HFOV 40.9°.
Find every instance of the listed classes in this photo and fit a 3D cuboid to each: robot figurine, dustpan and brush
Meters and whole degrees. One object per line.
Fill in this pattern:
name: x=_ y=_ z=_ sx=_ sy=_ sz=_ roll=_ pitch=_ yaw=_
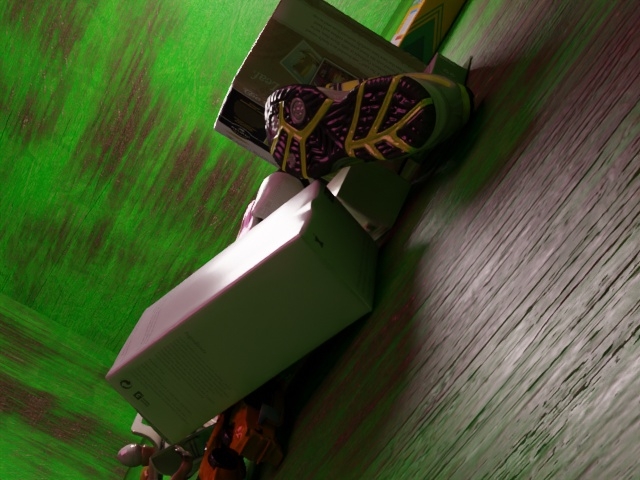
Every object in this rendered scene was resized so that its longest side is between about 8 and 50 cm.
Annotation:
robot figurine: x=-0.114 y=0.286 z=1.305 sx=0.211 sy=0.085 sz=0.291 roll=-58 pitch=8 yaw=14
dustpan and brush: x=-0.212 y=0.386 z=1.525 sx=0.147 sy=0.060 sz=0.211 roll=-26 pitch=-16 yaw=-9

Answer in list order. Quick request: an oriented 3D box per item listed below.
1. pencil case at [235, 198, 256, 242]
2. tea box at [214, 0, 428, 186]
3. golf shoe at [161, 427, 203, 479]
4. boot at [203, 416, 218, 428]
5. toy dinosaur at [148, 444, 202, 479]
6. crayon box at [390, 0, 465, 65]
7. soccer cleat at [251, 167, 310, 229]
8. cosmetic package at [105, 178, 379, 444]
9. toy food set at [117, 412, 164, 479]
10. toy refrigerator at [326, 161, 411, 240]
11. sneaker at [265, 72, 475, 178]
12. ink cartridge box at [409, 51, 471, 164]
pencil case: x=-0.139 y=0.072 z=1.902 sx=0.167 sy=0.160 sz=0.386 roll=89 pitch=-164 yaw=-47
tea box: x=0.005 y=-0.255 z=1.620 sx=0.220 sy=0.329 sz=0.323 roll=-62 pitch=9 yaw=-14
golf shoe: x=-0.245 y=0.373 z=1.805 sx=0.120 sy=0.105 sz=0.273 roll=-27 pitch=34 yaw=63
boot: x=-0.202 y=0.292 z=1.713 sx=0.213 sy=0.077 sz=0.165 roll=15 pitch=71 yaw=53
toy dinosaur: x=-0.233 y=0.456 z=1.350 sx=0.296 sy=0.127 sz=0.200 roll=-73 pitch=7 yaw=-82
crayon box: x=0.228 y=-0.472 z=1.903 sx=0.323 sy=0.083 sz=0.203 roll=-60 pitch=7 yaw=8
soccer cleat: x=-0.082 y=0.008 z=1.640 sx=0.143 sy=0.116 sz=0.331 roll=-58 pitch=-22 yaw=-33
cosmetic package: x=-0.108 y=0.102 z=1.262 sx=0.385 sy=0.156 sz=0.217 roll=-34 pitch=16 yaw=21
toy food set: x=-0.396 y=0.539 z=1.874 sx=0.220 sy=0.092 sz=0.306 roll=-167 pitch=81 yaw=-83
toy refrigerator: x=0.043 y=-0.039 z=1.425 sx=0.094 sy=0.102 sz=0.269 roll=-63 pitch=8 yaw=-22
sneaker: x=0.059 y=-0.168 z=1.267 sx=0.384 sy=0.147 sz=0.145 roll=9 pitch=106 yaw=49
ink cartridge box: x=0.178 y=-0.227 z=1.379 sx=0.109 sy=0.062 sz=0.209 roll=-55 pitch=9 yaw=41
